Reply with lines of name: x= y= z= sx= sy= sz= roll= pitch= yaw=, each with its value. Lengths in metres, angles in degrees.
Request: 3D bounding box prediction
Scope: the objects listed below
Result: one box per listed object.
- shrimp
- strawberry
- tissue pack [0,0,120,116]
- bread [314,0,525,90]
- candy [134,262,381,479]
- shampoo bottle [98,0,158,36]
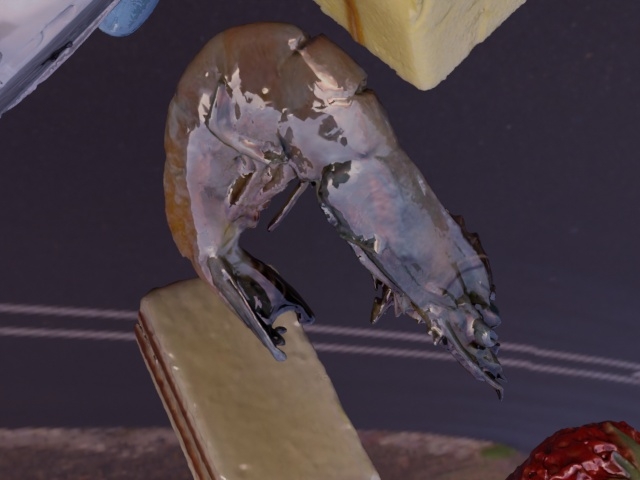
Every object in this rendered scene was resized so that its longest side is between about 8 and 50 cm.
shrimp: x=-0.002 y=0.003 z=0.682 sx=0.178 sy=0.289 sz=0.075 roll=-30 pitch=-162 yaw=23
strawberry: x=0.280 y=0.321 z=1.201 sx=0.205 sy=0.205 sz=0.244 roll=5 pitch=155 yaw=-45
tissue pack: x=-0.195 y=-0.142 z=0.394 sx=0.159 sy=0.229 sz=0.145 roll=-40 pitch=-167 yaw=15
bread: x=0.115 y=-0.370 z=1.262 sx=0.236 sy=0.263 sz=0.198 roll=-39 pitch=153 yaw=-12
candy: x=-0.083 y=0.196 z=1.248 sx=0.179 sy=0.321 sz=0.135 roll=-18 pitch=156 yaw=-24
shampoo bottle: x=-0.225 y=-0.280 z=1.071 sx=0.061 sy=0.258 sz=0.104 roll=26 pitch=98 yaw=-33
